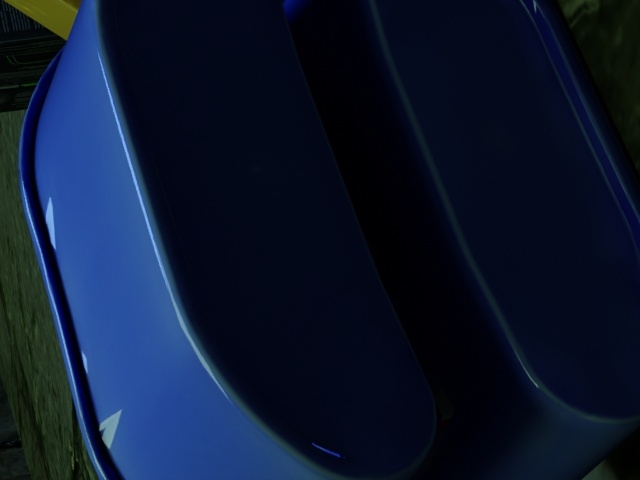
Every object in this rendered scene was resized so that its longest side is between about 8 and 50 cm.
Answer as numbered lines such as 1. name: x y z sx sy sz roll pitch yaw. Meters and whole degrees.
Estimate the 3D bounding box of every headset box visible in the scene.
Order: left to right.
1. headset box: -0.374 -0.309 1.570 0.283 0.131 0.246 146 112 -69

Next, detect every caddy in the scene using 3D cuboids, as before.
1. caddy: 0.000 0.000 0.589 0.179 0.241 0.341 123 133 -56

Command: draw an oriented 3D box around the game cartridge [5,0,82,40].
1. game cartridge: -0.227 -0.215 1.073 0.053 0.285 0.323 -60 27 -3
